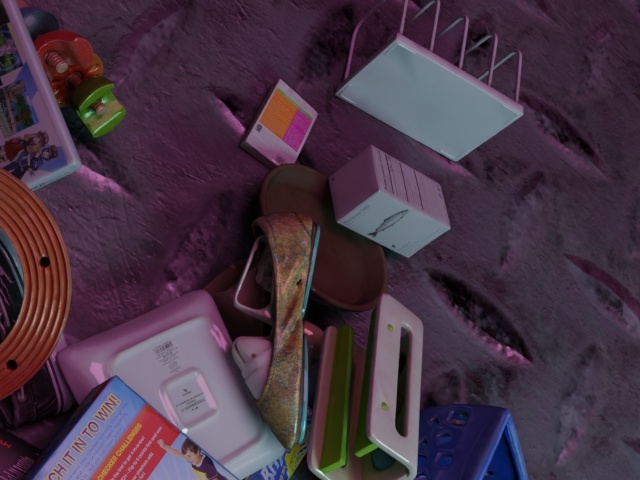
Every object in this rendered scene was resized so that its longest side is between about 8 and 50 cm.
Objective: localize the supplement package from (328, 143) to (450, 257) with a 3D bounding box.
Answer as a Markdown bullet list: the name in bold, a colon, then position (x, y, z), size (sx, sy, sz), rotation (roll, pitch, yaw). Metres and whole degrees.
- **supplement package**: position (0.116, -0.064, 1.924), size (0.179, 0.105, 0.105), rotation (25, 42, -37)

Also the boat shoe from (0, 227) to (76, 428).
- **boat shoe**: position (-0.435, 0.090, 1.522), size (0.119, 0.121, 0.335), rotation (-27, 88, -42)

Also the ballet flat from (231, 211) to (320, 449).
- **ballet flat**: position (-0.071, 0.122, 1.636), size (0.123, 0.123, 0.348), rotation (15, 68, -28)

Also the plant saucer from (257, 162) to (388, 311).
- **plant saucer**: position (0.000, 0.000, 1.849), size (0.278, 0.041, 0.277), rotation (32, 38, -29)

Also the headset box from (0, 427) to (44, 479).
- **headset box**: position (-0.421, 0.396, 1.410), size (0.218, 0.110, 0.293), rotation (33, 56, -18)

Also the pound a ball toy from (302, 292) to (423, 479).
- **pound a ball toy**: position (0.055, 0.230, 1.688), size (0.136, 0.208, 0.319), rotation (40, 35, -25)

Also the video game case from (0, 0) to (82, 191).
- **video game case**: position (-0.508, -0.180, 1.514), size (0.300, 0.036, 0.329), rotation (-25, 78, 4)

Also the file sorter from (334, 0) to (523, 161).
- **file sorter**: position (0.205, -0.309, 2.069), size (0.278, 0.193, 0.173), rotation (27, 55, -22)

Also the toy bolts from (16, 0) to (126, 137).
- **toy bolts**: position (-0.417, -0.237, 1.643), size (0.218, 0.228, 0.158), rotation (-38, 66, -16)

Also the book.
- **book**: position (-0.067, -0.189, 1.938), size (0.096, 0.035, 0.144), rotation (37, 55, -19)

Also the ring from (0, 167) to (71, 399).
- **ring**: position (-0.483, 0.054, 1.454), size (0.337, 0.032, 0.336), rotation (0, 93, 0)

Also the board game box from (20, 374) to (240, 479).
- **board game box**: position (-0.240, 0.380, 1.400), size (0.302, 0.086, 0.308), rotation (43, 57, -10)

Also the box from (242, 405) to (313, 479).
- **box**: position (-0.065, 0.321, 1.712), size (0.059, 0.054, 0.169), rotation (44, 54, -10)

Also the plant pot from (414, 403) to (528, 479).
- **plant pot**: position (0.166, 0.381, 1.705), size (0.236, 0.212, 0.236), rotation (-58, 143, -34)

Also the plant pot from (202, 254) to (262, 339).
- **plant pot**: position (-0.112, 0.093, 1.750), size (0.109, 0.109, 0.096), rotation (-41, 106, -38)

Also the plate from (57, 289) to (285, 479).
- **plate**: position (-0.190, 0.225, 1.586), size (0.277, 0.045, 0.278), rotation (-24, 86, -44)
